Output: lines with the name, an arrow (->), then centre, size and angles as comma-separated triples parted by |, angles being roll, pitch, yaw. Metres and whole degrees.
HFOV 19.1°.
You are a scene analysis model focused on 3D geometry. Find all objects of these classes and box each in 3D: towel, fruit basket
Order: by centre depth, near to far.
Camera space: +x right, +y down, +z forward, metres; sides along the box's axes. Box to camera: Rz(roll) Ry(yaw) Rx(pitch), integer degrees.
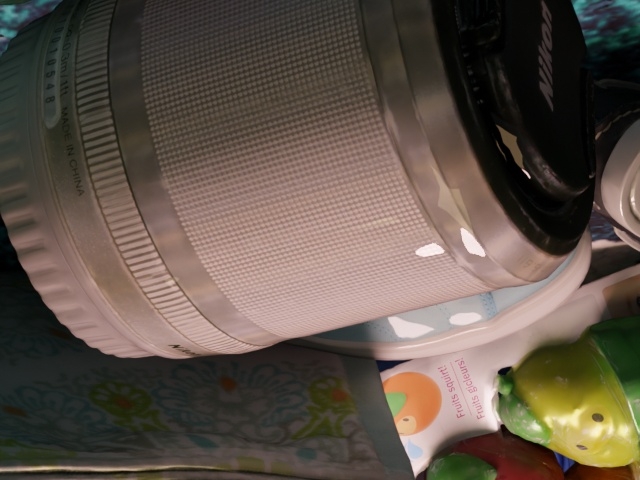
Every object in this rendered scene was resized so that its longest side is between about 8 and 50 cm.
towel -> -0.119, 0.109, 1.307 | 0.320, 0.090, 0.374 | 4, -160, -9
fruit basket -> 0.193, 0.197, 1.517 | 0.353, 0.165, 0.327 | -25, 119, -5

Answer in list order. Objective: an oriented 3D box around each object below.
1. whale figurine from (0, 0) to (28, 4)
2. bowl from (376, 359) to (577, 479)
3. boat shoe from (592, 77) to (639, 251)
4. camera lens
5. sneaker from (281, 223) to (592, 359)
whale figurine -> -0.250, -0.111, 0.936 | 0.272, 0.141, 0.216 | -9, 178, -13
bowl -> 0.044, 0.234, 1.695 | 0.391, 0.077, 0.391 | -3, 131, -3
boat shoe -> 0.252, -0.034, 1.266 | 0.114, 0.091, 0.302 | -55, 141, 4
camera lens -> -0.006, -0.062, 0.999 | 0.274, 0.219, 0.219 | -15, 154, 25
sneaker -> 0.000, 0.000, 1.251 | 0.366, 0.135, 0.150 | -4, 161, 1
